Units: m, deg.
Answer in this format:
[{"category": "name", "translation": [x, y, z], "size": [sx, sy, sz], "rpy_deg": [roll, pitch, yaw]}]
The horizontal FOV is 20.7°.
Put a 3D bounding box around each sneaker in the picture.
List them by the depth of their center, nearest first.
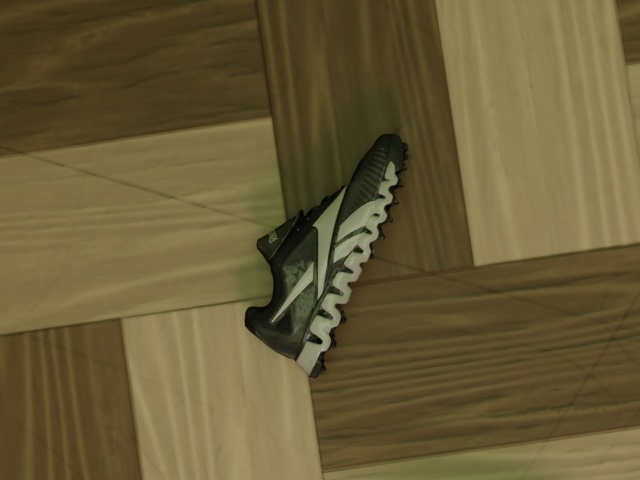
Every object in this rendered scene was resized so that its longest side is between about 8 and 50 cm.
[{"category": "sneaker", "translation": [0.000, 0.000, 1.596], "size": [0.106, 0.078, 0.234], "rpy_deg": [24, 90, 2]}]
